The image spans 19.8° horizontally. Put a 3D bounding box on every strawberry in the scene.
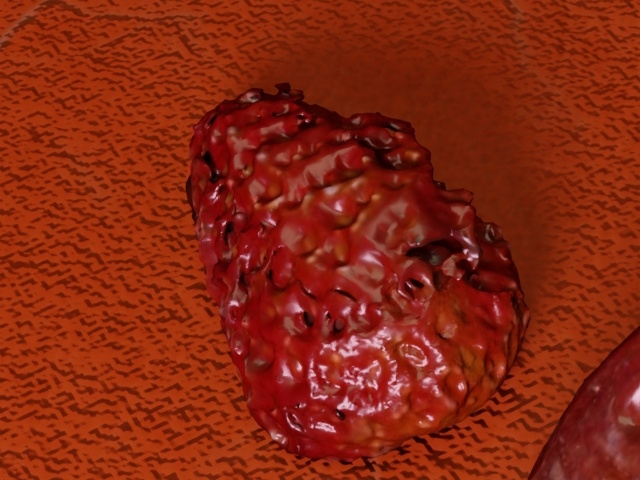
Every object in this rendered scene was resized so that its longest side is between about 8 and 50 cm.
[{"bbox_3d":[0.000,0.000,0.725,0.121,0.082,0.188,-31,57,-13],"label":"strawberry"}]

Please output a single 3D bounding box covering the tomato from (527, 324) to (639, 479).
[{"bbox_3d":[0.160,0.121,0.556,0.233,0.139,0.200,-58,37,14],"label":"tomato"}]
